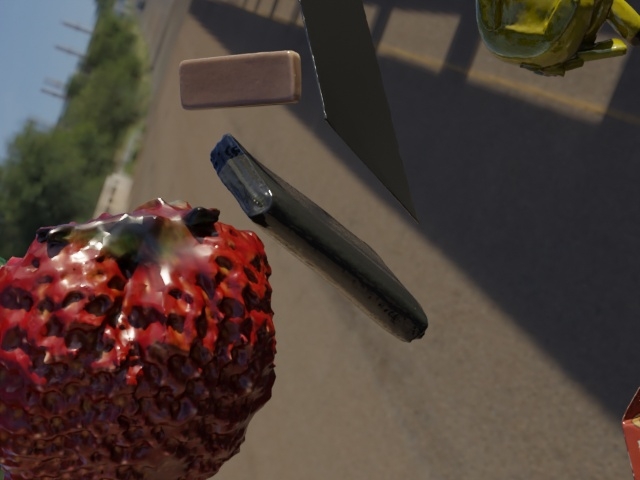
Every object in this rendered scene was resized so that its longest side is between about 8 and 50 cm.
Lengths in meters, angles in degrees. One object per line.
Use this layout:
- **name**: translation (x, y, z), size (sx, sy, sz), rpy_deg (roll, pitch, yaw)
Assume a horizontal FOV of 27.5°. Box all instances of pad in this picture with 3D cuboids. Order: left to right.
- **pad**: translation (0.024, -0.219, 1.429), size (0.247, 0.007, 0.367), rpy_deg (43, -150, -55)

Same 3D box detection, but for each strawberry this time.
- **strawberry**: translation (-0.155, 0.105, 1.069), size (0.261, 0.261, 0.257), rpy_deg (128, 131, -63)

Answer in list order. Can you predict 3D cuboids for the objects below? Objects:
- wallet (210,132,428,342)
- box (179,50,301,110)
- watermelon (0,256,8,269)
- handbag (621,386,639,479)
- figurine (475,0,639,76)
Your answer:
- **wallet**: translation (0.000, 0.000, 1.222), size (0.044, 0.250, 0.149), rpy_deg (-46, 38, 8)
- **box**: translation (-0.071, -0.141, 1.163), size (0.025, 0.115, 0.048), rpy_deg (-13, -80, -66)
- **watermelon**: translation (-0.380, 0.122, 1.323), size (0.305, 0.180, 0.223), rpy_deg (92, 177, -68)
- **handbag**: translation (0.462, 0.285, 1.605), size (0.171, 0.151, 0.298), rpy_deg (35, -139, -61)
- **figurine**: translation (0.343, -0.328, 1.864), size (0.327, 0.218, 0.169), rpy_deg (-39, -37, -54)
